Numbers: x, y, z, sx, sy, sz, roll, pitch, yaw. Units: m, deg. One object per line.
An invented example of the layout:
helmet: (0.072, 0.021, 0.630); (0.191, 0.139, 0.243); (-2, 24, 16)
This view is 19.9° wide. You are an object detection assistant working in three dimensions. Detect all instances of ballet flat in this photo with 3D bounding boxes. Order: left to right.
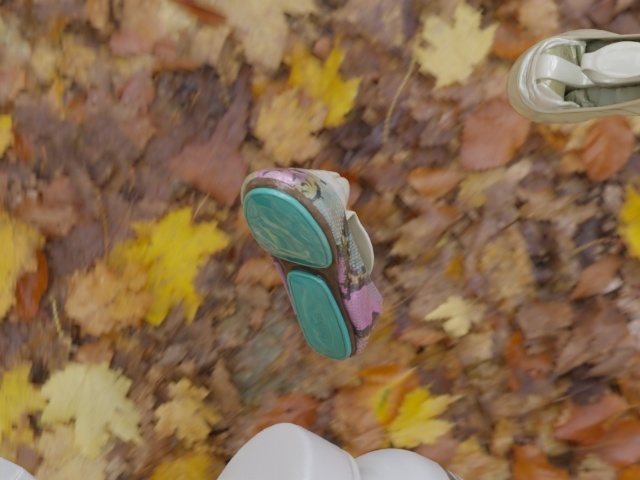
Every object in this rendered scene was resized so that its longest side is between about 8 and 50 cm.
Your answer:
ballet flat: (0.000, 0.000, 1.326); (0.077, 0.221, 0.079); (15, 59, 28)
ballet flat: (0.230, -0.143, 1.535); (0.086, 0.248, 0.086); (-1, 92, -41)

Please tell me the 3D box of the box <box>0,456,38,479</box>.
box: (-0.260, 0.234, 1.458); (0.102, 0.087, 0.101); (-57, 134, -19)

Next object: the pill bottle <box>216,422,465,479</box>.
pill bottle: (0.074, 0.250, 1.241); (0.318, 0.176, 0.176); (32, 75, -23)
